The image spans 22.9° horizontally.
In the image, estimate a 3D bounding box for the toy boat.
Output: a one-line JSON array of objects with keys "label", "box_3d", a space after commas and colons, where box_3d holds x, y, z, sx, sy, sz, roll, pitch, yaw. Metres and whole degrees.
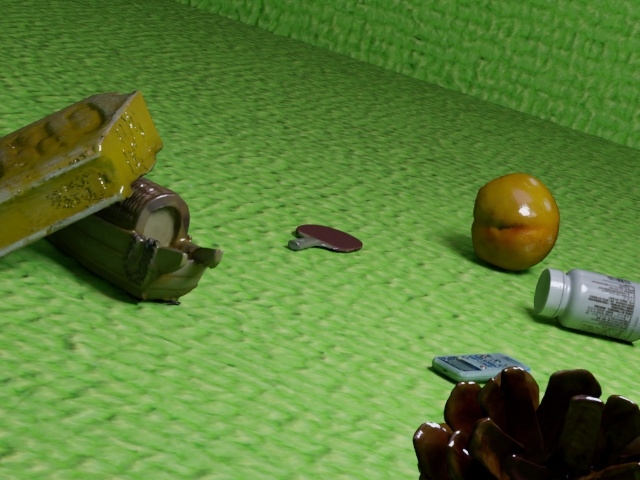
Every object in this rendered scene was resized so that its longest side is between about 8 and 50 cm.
[{"label": "toy boat", "box_3d": [-0.223, -0.022, 1.771, 0.089, 0.115, 0.310, 3, 19, -41]}]

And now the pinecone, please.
[{"label": "pinecone", "box_3d": [0.176, 0.195, 1.215, 0.202, 0.201, 0.229, -15, 55, -14]}]

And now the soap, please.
[{"label": "soap", "box_3d": [-0.293, -0.072, 1.702, 0.257, 0.080, 0.160, -28, 30, -12]}]

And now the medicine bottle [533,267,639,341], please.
[{"label": "medicine bottle", "box_3d": [0.352, 0.081, 2.045, 0.140, 0.079, 0.079, 13, 15, -9]}]

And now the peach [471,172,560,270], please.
[{"label": "peach", "box_3d": [0.278, -0.025, 2.250, 0.138, 0.138, 0.138, 14, 14, -4]}]

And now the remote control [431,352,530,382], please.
[{"label": "remote control", "box_3d": [0.180, 0.142, 1.761, 0.124, 0.018, 0.053, 2, 19, -43]}]

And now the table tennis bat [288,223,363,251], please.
[{"label": "table tennis bat", "box_3d": [0.000, 0.000, 2.128, 0.087, 0.013, 0.156, 24, 15, 22]}]
